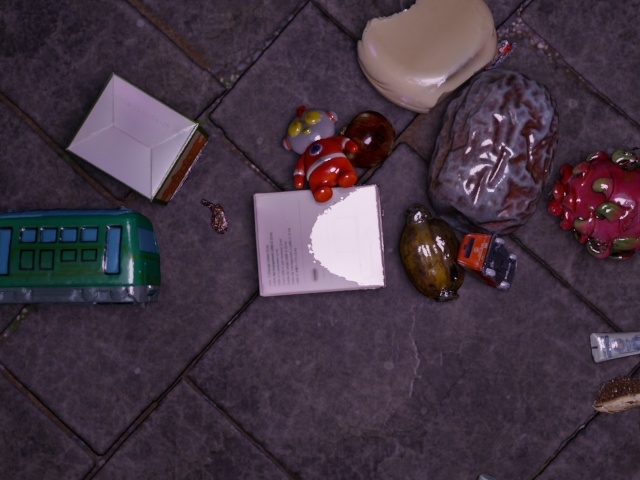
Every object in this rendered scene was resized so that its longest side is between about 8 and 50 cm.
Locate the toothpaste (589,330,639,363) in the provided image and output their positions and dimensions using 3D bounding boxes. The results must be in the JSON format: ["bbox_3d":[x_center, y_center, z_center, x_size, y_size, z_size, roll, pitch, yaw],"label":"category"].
[{"bbox_3d":[0.665,0.203,1.455,0.239,0.039,0.062,-8,86,4],"label":"toothpaste"}]

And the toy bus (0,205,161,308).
[{"bbox_3d":[-0.491,0.036,1.415,0.344,0.183,0.199,-1,87,1],"label":"toy bus"}]

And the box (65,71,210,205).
[{"bbox_3d":[-0.351,-0.193,1.426,0.195,0.148,0.177,31,89,1],"label":"box"}]

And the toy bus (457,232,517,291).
[{"bbox_3d":[0.324,0.042,1.405,0.077,0.174,0.079,12,79,32],"label":"toy bus"}]

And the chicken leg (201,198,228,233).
[{"bbox_3d":[-0.212,-0.053,1.486,0.036,0.021,0.083,-25,89,11],"label":"chicken leg"}]

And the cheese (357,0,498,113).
[{"bbox_3d":[0.209,-0.384,1.415,0.266,0.127,0.233,-36,80,-2],"label":"cheese"}]

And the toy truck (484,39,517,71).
[{"bbox_3d":[0.358,-0.374,1.465,0.083,0.024,0.032,-46,111,3],"label":"toy truck"}]

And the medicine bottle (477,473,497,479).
[{"bbox_3d":[0.326,0.517,1.463,0.047,0.047,0.083,26,92,1],"label":"medicine bottle"}]

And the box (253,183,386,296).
[{"bbox_3d":[0.000,0.000,1.439,0.252,0.106,0.203,-5,91,1],"label":"box"}]

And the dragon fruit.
[{"bbox_3d":[0.578,-0.057,1.392,0.273,0.198,0.218,40,61,-20],"label":"dragon fruit"}]

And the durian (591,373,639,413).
[{"bbox_3d":[0.610,0.307,1.465,0.131,0.052,0.066,-12,129,5],"label":"durian"}]

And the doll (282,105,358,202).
[{"bbox_3d":[-0.005,-0.183,1.411,0.142,0.076,0.245,-29,55,11],"label":"doll"}]

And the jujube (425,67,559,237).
[{"bbox_3d":[0.331,-0.168,1.381,0.226,0.226,0.316,21,85,1],"label":"jujube"}]

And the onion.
[{"bbox_3d":[0.091,-0.200,1.436,0.119,0.118,0.117,15,94,1],"label":"onion"}]

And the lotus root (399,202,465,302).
[{"bbox_3d":[0.217,0.025,1.430,0.120,0.120,0.209,-20,93,2],"label":"lotus root"}]
